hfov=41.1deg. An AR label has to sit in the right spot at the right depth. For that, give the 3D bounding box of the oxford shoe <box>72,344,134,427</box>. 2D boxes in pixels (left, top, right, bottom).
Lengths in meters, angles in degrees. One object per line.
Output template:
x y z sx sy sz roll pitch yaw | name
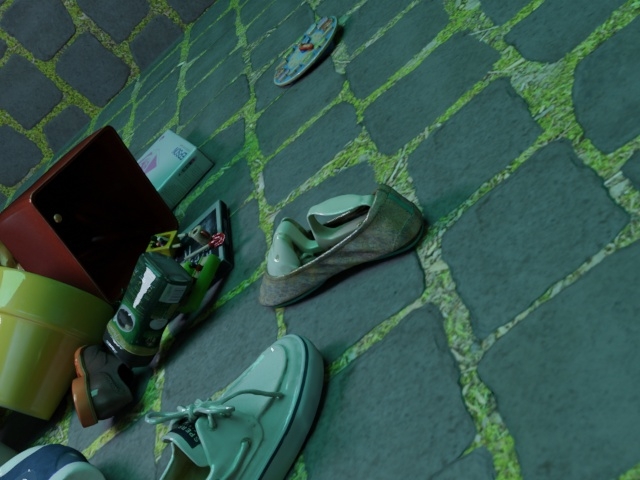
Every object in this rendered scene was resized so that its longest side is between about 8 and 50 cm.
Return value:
-0.368 0.241 1.475 0.098 0.097 0.271 -16 17 -11 | oxford shoe

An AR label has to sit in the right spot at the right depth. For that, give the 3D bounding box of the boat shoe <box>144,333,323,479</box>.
-0.134 0.243 1.015 0.136 0.156 0.367 -4 48 53 | boat shoe

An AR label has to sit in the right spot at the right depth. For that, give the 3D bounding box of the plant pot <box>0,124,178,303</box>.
-0.505 -0.036 1.754 0.235 0.267 0.267 -12 31 36 | plant pot

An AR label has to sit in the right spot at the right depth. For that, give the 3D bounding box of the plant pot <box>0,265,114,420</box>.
-0.551 0.203 1.619 0.254 0.254 0.239 -6 62 53 | plant pot

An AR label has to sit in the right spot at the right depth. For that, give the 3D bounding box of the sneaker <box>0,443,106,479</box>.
-0.450 0.441 1.230 0.236 0.130 0.323 -2 48 54 | sneaker

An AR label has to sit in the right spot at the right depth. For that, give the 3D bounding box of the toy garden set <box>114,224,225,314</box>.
-0.273 0.047 1.550 0.244 0.049 0.204 -16 42 44 | toy garden set

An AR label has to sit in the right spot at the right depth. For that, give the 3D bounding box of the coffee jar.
-0.290 0.118 1.424 0.096 0.079 0.184 41 110 33 | coffee jar

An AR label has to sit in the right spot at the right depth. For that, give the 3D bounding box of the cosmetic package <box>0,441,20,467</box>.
-0.617 0.461 1.447 0.225 0.138 0.224 -50 26 -10 | cosmetic package

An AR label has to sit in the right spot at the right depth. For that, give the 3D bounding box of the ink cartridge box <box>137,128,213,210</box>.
-0.425 -0.113 2.057 0.330 0.071 0.324 -47 26 -5 | ink cartridge box

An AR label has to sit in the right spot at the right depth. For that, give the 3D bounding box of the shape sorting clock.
-0.036 -0.439 1.973 0.206 0.040 0.206 -35 28 22 | shape sorting clock

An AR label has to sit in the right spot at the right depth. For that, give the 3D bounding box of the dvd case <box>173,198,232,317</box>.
-0.241 0.037 1.613 0.179 0.029 0.239 -40 26 13 | dvd case

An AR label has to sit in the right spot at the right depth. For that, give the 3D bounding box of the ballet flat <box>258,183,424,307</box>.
0.000 0.000 1.219 0.316 0.106 0.107 -28 31 34 | ballet flat

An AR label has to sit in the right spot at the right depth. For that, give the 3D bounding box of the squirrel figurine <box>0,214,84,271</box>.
-0.698 0.051 2.012 0.370 0.281 0.397 -31 32 16 | squirrel figurine
